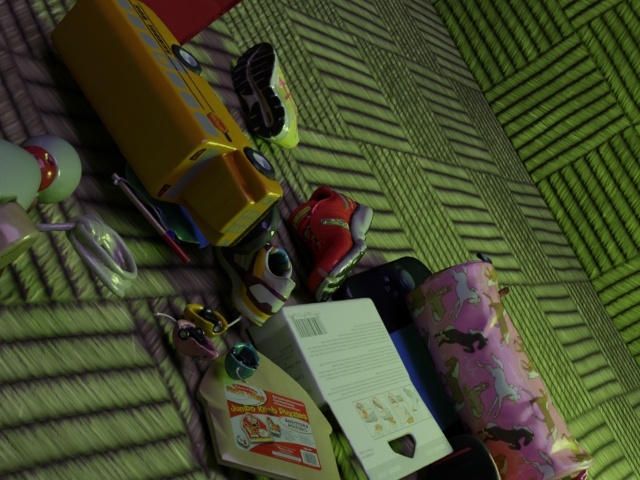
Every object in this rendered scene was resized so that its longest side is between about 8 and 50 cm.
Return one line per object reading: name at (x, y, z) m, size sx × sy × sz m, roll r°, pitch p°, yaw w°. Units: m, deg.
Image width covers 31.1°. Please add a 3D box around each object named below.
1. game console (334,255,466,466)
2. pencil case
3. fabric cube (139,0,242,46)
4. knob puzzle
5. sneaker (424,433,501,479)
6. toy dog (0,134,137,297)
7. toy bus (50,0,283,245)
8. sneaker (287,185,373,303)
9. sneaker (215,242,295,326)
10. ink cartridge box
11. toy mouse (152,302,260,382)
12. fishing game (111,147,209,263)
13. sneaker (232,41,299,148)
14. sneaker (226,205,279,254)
game console at (0.188, 0.211, 1.879) m, size 0.386 × 0.060 × 0.342 m, roll 60°, pitch 21°, yaw 7°
pencil case at (0.277, 0.220, 1.802) m, size 0.160 × 0.167 × 0.386 m, roll 72°, pitch -5°, yaw -72°
fabric cube at (-0.231, -0.474, 1.648) m, size 0.258 × 0.259 × 0.254 m, roll 37°, pitch 28°, yaw -41°
knob puzzle at (-0.069, 0.207, 1.352) m, size 0.213 × 0.030 × 0.213 m, roll 30°, pitch 29°, yaw -19°
sneaker at (0.233, 0.434, 1.641) m, size 0.136 × 0.116 × 0.313 m, roll 52°, pitch 21°, yaw -55°
toy dog at (-0.325, -0.029, 1.044) m, size 0.220 × 0.161 × 0.334 m, roll 61°, pitch 7°, yaw 18°
toy bus at (-0.187, -0.150, 1.393) m, size 0.332 × 0.108 × 0.130 m, roll 55°, pitch 20°, yaw 22°
sneaker at (0.000, 0.000, 1.751) m, size 0.118 × 0.107 × 0.279 m, roll 34°, pitch 23°, yaw -8°
sneaker at (-0.078, 0.032, 1.489) m, size 0.069 × 0.084 × 0.185 m, roll 39°, pitch 15°, yaw -36°
ink cartridge box at (0.047, 0.209, 1.567) m, size 0.261 × 0.066 × 0.296 m, roll 63°, pitch 22°, yaw 13°
toy mouse at (-0.122, 0.127, 1.324) m, size 0.161 × 0.031 × 0.143 m, roll 21°, pitch 22°, yaw -46°
fishing game at (-0.202, -0.065, 1.449) m, size 0.189 × 0.041 × 0.264 m, roll 52°, pitch 14°, yaw -15°
sneaker at (-0.083, -0.234, 1.899) m, size 0.094 × 0.081 × 0.208 m, roll 39°, pitch 33°, yaw -53°
sneaker at (-0.126, -0.074, 1.485) m, size 0.130 × 0.087 × 0.227 m, roll 49°, pitch 12°, yaw -34°
